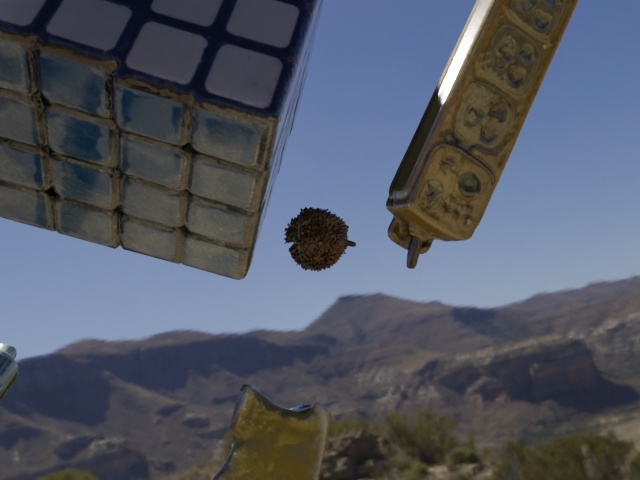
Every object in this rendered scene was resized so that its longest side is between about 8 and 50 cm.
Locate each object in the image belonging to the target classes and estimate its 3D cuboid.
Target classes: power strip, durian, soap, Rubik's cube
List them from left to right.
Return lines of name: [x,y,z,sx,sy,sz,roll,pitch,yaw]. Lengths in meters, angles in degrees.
Rubik's cube: [-0.193,-0.203,1.024,0.337,0.343,0.344,16,-34,-3]
soap: [-0.060,0.249,0.828,0.091,0.199,0.315,15,-14,0]
durian: [0.000,0.000,1.005,0.091,0.080,0.080,13,-2,20]
power strip: [0.125,-0.119,0.601,0.064,0.305,0.044,28,-8,-19]

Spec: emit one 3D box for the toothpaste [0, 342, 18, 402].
toothpaste: [-0.449,0.228,1.033,0.061,0.099,0.392,-45,15,16]
